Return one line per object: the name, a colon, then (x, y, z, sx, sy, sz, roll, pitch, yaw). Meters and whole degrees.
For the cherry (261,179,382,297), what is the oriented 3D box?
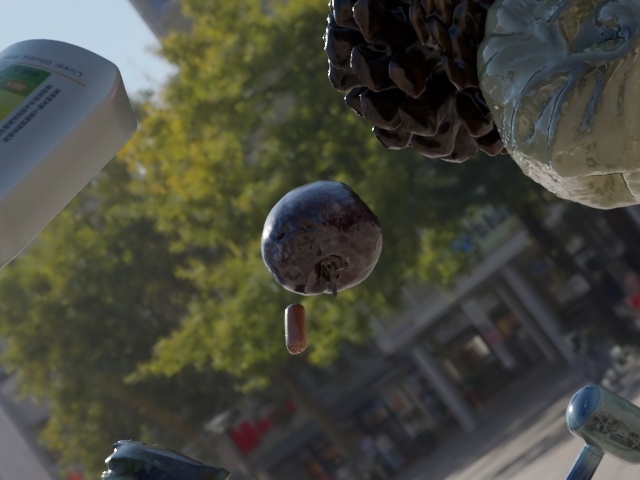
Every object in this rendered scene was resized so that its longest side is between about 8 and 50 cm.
cherry: (-0.003, -0.005, 2.408, 0.195, 0.195, 0.195, -36, -7, -5)

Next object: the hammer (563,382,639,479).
hammer: (0.315, 0.273, 1.809, 0.193, 0.116, 0.069, -60, 14, 0)

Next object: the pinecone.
pinecone: (0.185, -0.293, 2.217, 0.398, 0.397, 0.398, -36, -7, -5)

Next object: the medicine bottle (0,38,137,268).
medicine bottle: (-0.334, -0.064, 1.495, 0.324, 0.179, 0.124, -52, -36, -36)

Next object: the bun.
bun: (0.362, -0.220, 1.945, 0.360, 0.359, 0.211, -38, -29, 13)

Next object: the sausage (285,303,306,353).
sausage: (-0.039, 0.138, 2.393, 0.034, 0.083, 0.034, -2, -34, -1)

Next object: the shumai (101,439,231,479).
shumai: (-0.204, 0.338, 1.552, 0.225, 0.222, 0.260, 3, 36, 39)
